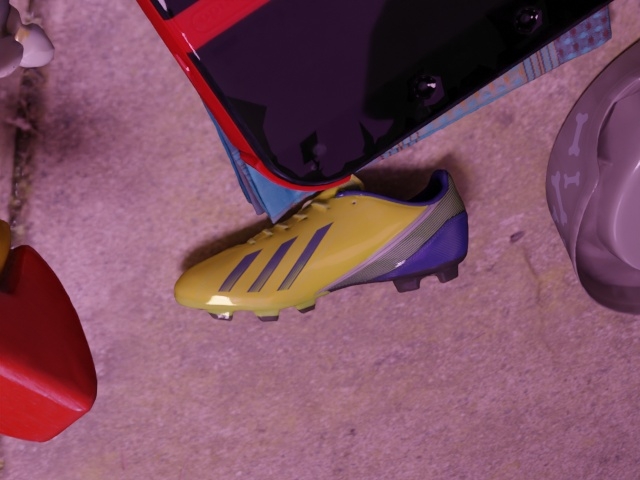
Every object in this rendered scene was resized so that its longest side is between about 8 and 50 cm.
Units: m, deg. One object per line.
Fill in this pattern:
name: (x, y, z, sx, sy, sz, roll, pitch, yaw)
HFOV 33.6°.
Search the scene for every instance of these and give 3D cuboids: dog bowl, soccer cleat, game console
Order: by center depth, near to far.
game console: (0.050, -0.246, 0.759, 0.386, 0.060, 0.342, -34, 122, -1)
soccer cleat: (0.000, 0.000, 0.995, 0.289, 0.093, 0.121, -12, 104, -13)
dog bowl: (0.390, -0.083, 1.096, 0.348, 0.102, 0.349, -15, 135, -16)

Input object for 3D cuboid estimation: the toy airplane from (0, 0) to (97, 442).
toy airplane: (-0.337, -0.049, 0.664, 0.386, 0.272, 0.385, 4, 126, 16)

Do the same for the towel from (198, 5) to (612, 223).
towel: (0.069, -0.186, 0.876, 0.370, 0.040, 0.271, -27, 138, -3)
